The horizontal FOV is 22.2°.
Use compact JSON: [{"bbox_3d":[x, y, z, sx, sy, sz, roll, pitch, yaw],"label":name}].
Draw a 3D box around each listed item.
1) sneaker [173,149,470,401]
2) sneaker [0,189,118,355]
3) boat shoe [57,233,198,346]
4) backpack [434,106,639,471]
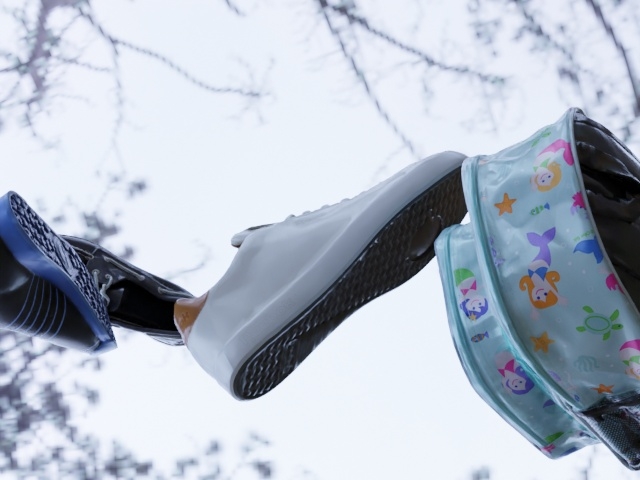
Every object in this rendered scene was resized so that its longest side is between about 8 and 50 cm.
[{"bbox_3d":[0.000,0.000,1.360,0.290,0.123,0.106,-37,-35,-18],"label":"sneaker"},{"bbox_3d":[-0.248,0.041,1.358,0.232,0.090,0.081,60,-175,-55],"label":"sneaker"},{"bbox_3d":[-0.196,0.044,1.525,0.206,0.065,0.075,24,-103,-19],"label":"boat shoe"},{"bbox_3d":[0.195,0.033,1.223,0.253,0.191,0.225,47,-151,-48],"label":"backpack"}]
